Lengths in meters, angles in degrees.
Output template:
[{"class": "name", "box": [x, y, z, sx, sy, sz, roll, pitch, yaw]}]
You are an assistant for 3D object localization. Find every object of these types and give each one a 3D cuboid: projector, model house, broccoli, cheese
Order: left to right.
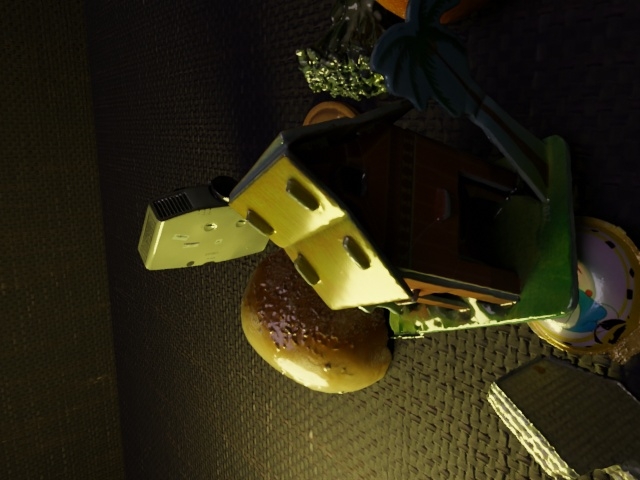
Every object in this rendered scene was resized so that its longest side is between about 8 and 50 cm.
[{"class": "projector", "box": [-0.214, -0.041, 0.997, 0.088, 0.269, 0.194, 57, 136, 28]}, {"class": "broccoli", "box": [0.051, -0.355, 0.724, 0.164, 0.145, 0.305, -1, 84, 48]}, {"class": "model house", "box": [0.063, -0.080, 0.582, 0.300, 0.323, 0.341, -24, 57, 58]}, {"class": "cheese", "box": [0.265, 0.024, 0.568, 0.157, 0.064, 0.250, -64, 37, 36]}]

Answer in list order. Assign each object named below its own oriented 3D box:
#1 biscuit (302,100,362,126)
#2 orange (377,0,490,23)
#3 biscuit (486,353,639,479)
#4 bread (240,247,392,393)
[{"class": "biscuit", "box": [0.030, -0.097, 0.863, 0.202, 0.044, 0.289, -12, 86, 52]}, {"class": "orange", "box": [0.131, -0.366, 0.570, 0.224, 0.170, 0.224, 18, 113, 48]}, {"class": "biscuit", "box": [0.296, 0.221, 0.497, 0.250, 0.147, 0.046, 51, 144, 33]}, {"class": "bread", "box": [-0.035, 0.123, 0.865, 0.314, 0.191, 0.171, 49, 134, 34]}]
